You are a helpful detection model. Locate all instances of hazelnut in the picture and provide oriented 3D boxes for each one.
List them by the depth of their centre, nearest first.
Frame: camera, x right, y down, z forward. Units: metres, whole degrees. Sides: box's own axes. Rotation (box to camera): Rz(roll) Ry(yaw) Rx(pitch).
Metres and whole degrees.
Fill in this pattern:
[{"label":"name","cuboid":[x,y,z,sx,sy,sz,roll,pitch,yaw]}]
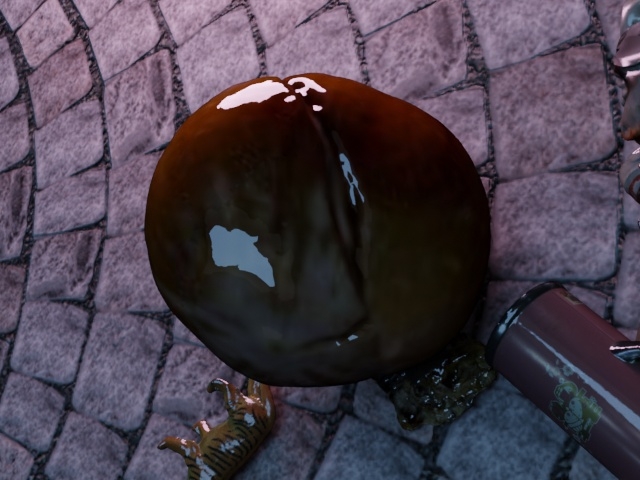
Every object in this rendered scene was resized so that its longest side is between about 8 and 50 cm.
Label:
[{"label":"hazelnut","cuboid":[0.000,0.000,1.047,0.372,0.372,0.315,31,131,34]}]

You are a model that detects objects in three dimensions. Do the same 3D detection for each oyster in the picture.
[{"label":"oyster","cuboid":[0.124,0.143,1.097,0.148,0.051,0.103,-30,65,19]}]

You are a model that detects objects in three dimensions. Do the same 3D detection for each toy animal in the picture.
[{"label":"toy animal","cuboid":[-0.113,0.231,1.220,0.241,0.057,0.099,-49,64,8]}]

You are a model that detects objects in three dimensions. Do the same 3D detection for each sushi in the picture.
[{"label":"sushi","cuboid":[0.341,-0.177,0.950,0.124,0.332,0.130,-19,108,32]}]

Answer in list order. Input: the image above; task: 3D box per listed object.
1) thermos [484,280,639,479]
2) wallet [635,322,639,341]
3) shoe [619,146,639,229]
[{"label":"thermos","cuboid":[0.313,0.165,0.937,0.330,0.109,0.136,42,102,33]},{"label":"wallet","cuboid":[0.379,0.079,0.966,0.153,0.039,0.117,17,84,38]},{"label":"shoe","cuboid":[0.393,-0.044,0.952,0.228,0.099,0.125,-13,62,33]}]
